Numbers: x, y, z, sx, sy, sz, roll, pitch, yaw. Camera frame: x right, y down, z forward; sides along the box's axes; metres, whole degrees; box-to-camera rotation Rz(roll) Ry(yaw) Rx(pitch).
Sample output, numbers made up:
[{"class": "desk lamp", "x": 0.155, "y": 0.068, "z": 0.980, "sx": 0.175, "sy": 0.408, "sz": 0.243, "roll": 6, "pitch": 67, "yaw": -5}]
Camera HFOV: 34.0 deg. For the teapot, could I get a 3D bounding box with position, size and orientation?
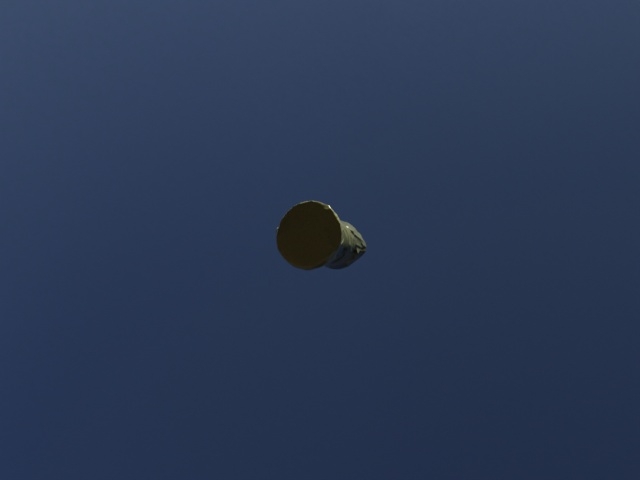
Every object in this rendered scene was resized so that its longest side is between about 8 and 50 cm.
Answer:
[{"class": "teapot", "x": 0.000, "y": 0.000, "z": 0.880, "sx": 0.067, "sy": 0.083, "sz": 0.057, "roll": 11, "pitch": -94, "yaw": 24}]
